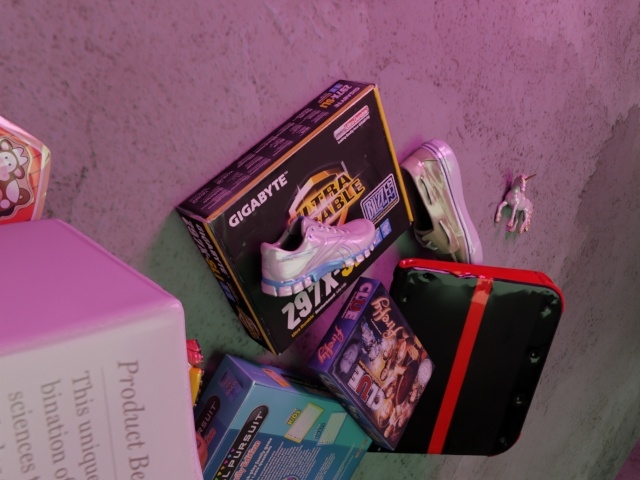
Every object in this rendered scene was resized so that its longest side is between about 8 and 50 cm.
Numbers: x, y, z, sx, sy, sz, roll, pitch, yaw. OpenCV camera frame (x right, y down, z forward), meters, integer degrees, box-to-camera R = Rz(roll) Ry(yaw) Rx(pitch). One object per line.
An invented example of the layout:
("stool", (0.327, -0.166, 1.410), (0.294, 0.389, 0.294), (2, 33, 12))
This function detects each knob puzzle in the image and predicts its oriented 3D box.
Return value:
("knob puzzle", (-0.343, -0.044, 0.584), (0.213, 0.030, 0.213), (-19, 119, -39))

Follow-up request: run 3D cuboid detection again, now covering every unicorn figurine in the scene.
("unicorn figurine", (0.423, -0.078, 1.334), (0.162, 0.060, 0.111), (26, 87, -64))

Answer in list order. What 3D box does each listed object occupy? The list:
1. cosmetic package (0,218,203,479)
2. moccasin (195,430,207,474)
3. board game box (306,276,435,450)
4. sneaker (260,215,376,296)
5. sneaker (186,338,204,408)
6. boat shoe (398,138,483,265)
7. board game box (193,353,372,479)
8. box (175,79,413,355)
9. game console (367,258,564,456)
("cosmetic package", (-0.323, 0.194, 0.433), (0.393, 0.327, 0.330), (-12, 108, -35))
("moccasin", (-0.237, 0.399, 0.737), (0.139, 0.147, 0.380), (29, 107, -12))
("board game box", (0.089, 0.197, 0.970), (0.165, 0.042, 0.243), (-57, 132, -25))
("sneaker", (0.000, 0.000, 0.812), (0.190, 0.071, 0.083), (-28, 119, -35))
("sneaker", (-0.218, 0.227, 0.798), (0.092, 0.088, 0.226), (8, 102, -24))
("boat shoe", (0.208, -0.033, 1.110), (0.094, 0.109, 0.303), (-30, 118, -15))
("board game box", (-0.070, 0.332, 0.957), (0.336, 0.079, 0.254), (29, 92, -46))
("box", (-0.015, -0.034, 0.887), (0.322, 0.079, 0.257), (-42, 133, -25))
("game console", (0.253, 0.227, 1.145), (0.341, 0.060, 0.387), (7, 108, -13))
